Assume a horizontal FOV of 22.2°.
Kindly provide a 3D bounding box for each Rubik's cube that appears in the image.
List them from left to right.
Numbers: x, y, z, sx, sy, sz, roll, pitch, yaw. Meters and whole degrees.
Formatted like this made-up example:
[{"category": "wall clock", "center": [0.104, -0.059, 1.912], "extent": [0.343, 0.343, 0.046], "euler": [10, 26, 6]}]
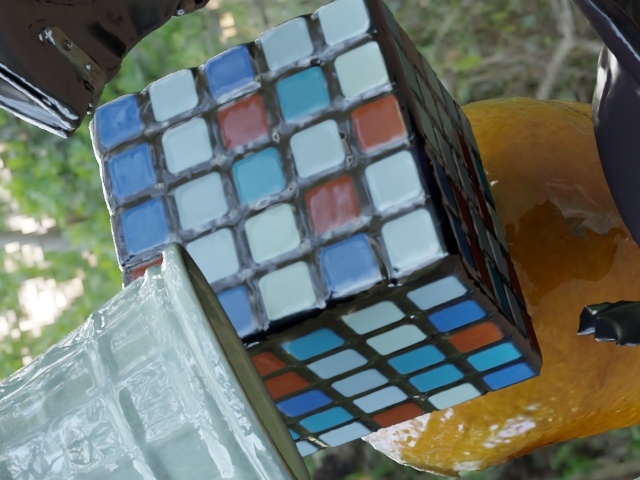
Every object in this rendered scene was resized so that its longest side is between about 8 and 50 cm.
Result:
[{"category": "Rubik's cube", "center": [0.000, 0.000, 0.921], "extent": [0.187, 0.182, 0.184], "euler": [42, -150, -61]}]

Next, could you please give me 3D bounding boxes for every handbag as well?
[{"category": "handbag", "center": [-0.268, -0.263, 1.535], "extent": [0.288, 0.342, 0.152], "euler": [41, 145, 0]}]

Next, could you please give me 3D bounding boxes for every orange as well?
[{"category": "orange", "center": [0.136, 0.024, 1.143], "extent": [0.274, 0.310, 0.274], "euler": [-18, -90, -78]}]

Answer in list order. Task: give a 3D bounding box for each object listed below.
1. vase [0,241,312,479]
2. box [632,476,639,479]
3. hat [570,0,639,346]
[{"category": "vase", "center": [-0.161, 0.132, 0.730], "extent": [0.143, 0.299, 0.143], "euler": [62, 180, -1]}, {"category": "box", "center": [0.352, 0.361, 1.540], "extent": [0.290, 0.220, 0.166], "euler": [58, 168, 33]}, {"category": "hat", "center": [0.204, -0.073, 0.881], "extent": [0.209, 0.336, 0.238], "euler": [-37, 21, 57]}]
